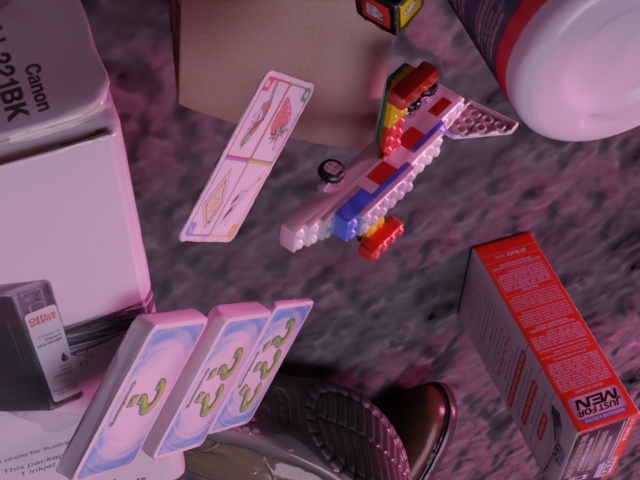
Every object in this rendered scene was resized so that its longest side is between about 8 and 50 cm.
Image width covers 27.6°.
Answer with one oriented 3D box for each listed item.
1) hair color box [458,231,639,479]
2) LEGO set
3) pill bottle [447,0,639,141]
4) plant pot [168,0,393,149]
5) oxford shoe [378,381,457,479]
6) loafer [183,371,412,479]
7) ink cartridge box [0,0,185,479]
[{"bbox_3d":[0.163,0.088,0.956,0.053,0.167,0.093,-15,145,-14],"label":"hair color box"},{"bbox_3d":[0.000,0.000,0.577,0.244,0.060,0.182,-61,161,10],"label":"LEGO set"},{"bbox_3d":[0.101,-0.143,0.595,0.108,0.180,0.108,-16,145,-12],"label":"pill bottle"},{"bbox_3d":[-0.024,-0.115,0.631,0.096,0.109,0.109,-3,142,-10],"label":"plant pot"},{"bbox_3d":[0.021,0.193,1.092,0.096,0.083,0.227,27,118,-39],"label":"oxford shoe"},{"bbox_3d":[-0.034,0.153,0.987,0.251,0.094,0.087,29,129,-30],"label":"loafer"},{"bbox_3d":[-0.151,-0.019,0.592,0.114,0.197,0.273,-16,145,-12],"label":"ink cartridge box"}]
